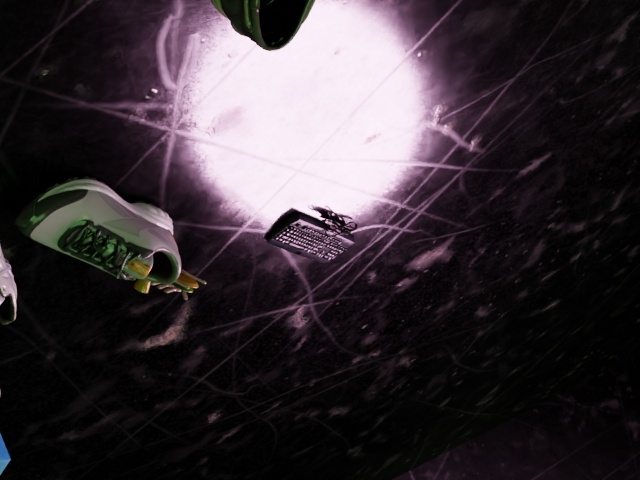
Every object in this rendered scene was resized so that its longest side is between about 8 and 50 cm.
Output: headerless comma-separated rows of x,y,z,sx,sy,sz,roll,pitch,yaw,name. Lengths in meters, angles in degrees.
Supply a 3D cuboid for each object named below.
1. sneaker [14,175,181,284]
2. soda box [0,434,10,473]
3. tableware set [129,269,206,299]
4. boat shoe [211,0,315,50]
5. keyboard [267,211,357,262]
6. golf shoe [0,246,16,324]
-0.279,-0.005,1.369,0.100,0.108,0.271,-42,149,20,sneaker
-0.605,0.351,1.633,0.210,0.067,0.071,2,136,-48,soda box
-0.239,0.056,1.522,0.024,0.104,0.154,-65,168,10,tableware set
-0.016,-0.349,1.075,0.132,0.130,0.355,-16,147,-29,boat shoe
0.000,0.000,1.732,0.100,0.038,0.192,-43,151,17,keyboard
-0.424,0.042,1.319,0.069,0.086,0.176,-27,149,-8,golf shoe
